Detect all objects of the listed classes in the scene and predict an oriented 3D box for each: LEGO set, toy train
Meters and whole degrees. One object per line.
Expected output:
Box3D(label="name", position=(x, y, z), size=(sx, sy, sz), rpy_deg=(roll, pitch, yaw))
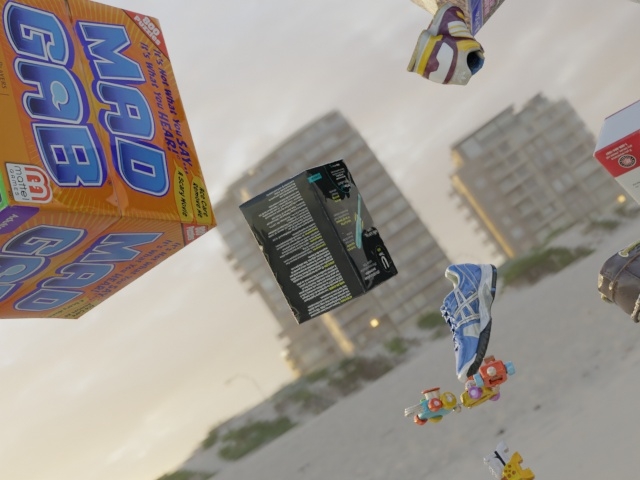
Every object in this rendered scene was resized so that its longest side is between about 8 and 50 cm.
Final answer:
Box3D(label="LEGO set", position=(0.362, 0.473, 2.158), size=(0.093, 0.227, 0.087), rpy_deg=(-31, -33, -7))
Box3D(label="toy train", position=(0.197, 0.207, 1.662), size=(0.166, 0.046, 0.125), rpy_deg=(-23, -28, 8))

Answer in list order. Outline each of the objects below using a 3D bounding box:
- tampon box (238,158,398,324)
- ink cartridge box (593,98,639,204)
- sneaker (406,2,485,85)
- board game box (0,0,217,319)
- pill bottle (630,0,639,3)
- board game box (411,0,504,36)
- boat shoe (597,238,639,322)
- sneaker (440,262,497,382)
Box3D(label="tampon box", position=(0.000, 0.000, 1.410), size=(0.101, 0.161, 0.120), rpy_deg=(-27, -1, 25))
Box3D(label="ink cartridge box", position=(0.643, -0.129, 2.032), size=(0.197, 0.273, 0.114), rpy_deg=(-29, 24, 44))
Box3D(label="sneaker", position=(0.166, -0.237, 1.457), size=(0.185, 0.084, 0.069), rpy_deg=(-57, -9, -55))
Box3D(label="board game box", position=(-0.432, -0.115, 1.691), size=(0.356, 0.356, 0.356), rpy_deg=(-31, -22, 35))
Box3D(label="pill bottle", position=(0.609, -0.614, 2.072), size=(0.204, 0.204, 0.361), rpy_deg=(-29, -37, -22))
Box3D(label="board game box", position=(0.249, -0.479, 1.685), size=(0.291, 0.141, 0.232), rpy_deg=(-49, -18, -8))
Box3D(label="boat shoe", position=(0.429, 0.036, 1.472), size=(0.324, 0.097, 0.116), rpy_deg=(-19, -43, -62))
Box3D(label="sneaker", position=(0.231, 0.131, 1.873), size=(0.081, 0.211, 0.080), rpy_deg=(10, -32, 0))
